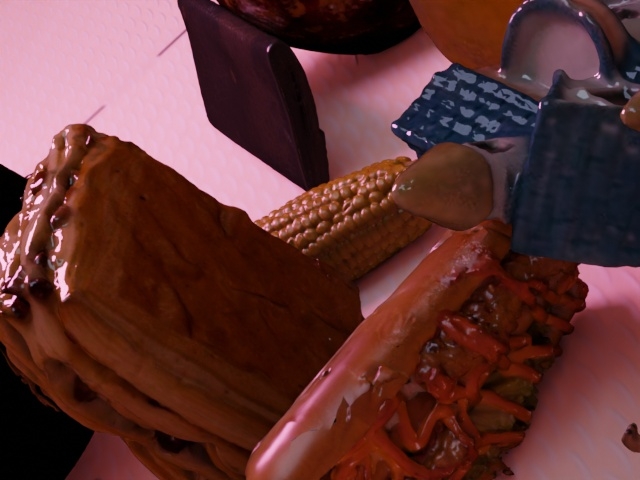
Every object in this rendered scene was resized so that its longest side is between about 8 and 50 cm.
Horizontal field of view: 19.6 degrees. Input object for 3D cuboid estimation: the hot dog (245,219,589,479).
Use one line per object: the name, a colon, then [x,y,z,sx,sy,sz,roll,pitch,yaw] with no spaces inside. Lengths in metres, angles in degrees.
hot dog: [0.086,0.118,1.361,0.117,0.158,0.349,24,60,39]

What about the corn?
corn: [0.000,0.000,1.689,0.261,0.097,0.097,-30,29,13]

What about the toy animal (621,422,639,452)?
toy animal: [0.221,0.152,1.225,0.220,0.086,0.069,-36,-12,14]

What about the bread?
bread: [-0.123,0.081,1.524,0.167,0.324,0.277,-51,19,27]

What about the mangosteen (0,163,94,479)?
mangosteen: [-0.348,0.092,1.727,0.382,0.382,0.435,-22,-3,28]

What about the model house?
model house: [0.177,-0.092,1.310,0.325,0.194,0.267,-14,33,-40]

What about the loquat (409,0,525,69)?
loquat: [0.237,-0.283,1.639,0.359,0.328,0.328,-2,-2,-44]

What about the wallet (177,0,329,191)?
wallet: [-0.073,-0.164,1.952,0.044,0.170,0.321,-22,24,-14]

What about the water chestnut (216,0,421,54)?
water chestnut: [0.013,-0.319,2.003,0.289,0.244,0.289,-21,34,15]
